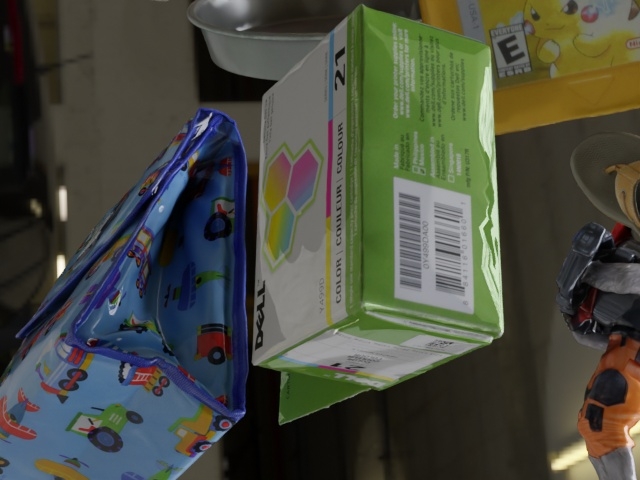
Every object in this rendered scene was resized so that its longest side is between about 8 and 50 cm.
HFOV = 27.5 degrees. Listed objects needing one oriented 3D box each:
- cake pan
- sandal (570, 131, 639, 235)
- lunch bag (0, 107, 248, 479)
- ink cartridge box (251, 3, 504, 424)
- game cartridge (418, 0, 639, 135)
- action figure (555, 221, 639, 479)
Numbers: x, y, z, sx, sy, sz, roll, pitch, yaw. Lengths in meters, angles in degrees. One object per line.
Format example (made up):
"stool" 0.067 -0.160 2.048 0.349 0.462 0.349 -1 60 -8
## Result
"cake pan" 0.009 -0.225 1.358 0.293 0.293 0.054 -117 -159 -66
"sandal" 0.270 -0.029 1.053 0.180 0.072 0.049 55 6 32
"lunch bag" -0.144 0.046 1.007 0.221 0.138 0.293 -46 -156 39
"ink cartridge box" 0.000 0.000 0.828 0.255 0.097 0.188 -33 -130 54
"game cartridge" 0.221 -0.271 1.181 0.052 0.285 0.323 -51 129 -71
"action figure" 0.325 0.116 1.304 0.341 0.179 0.330 25 80 -69
